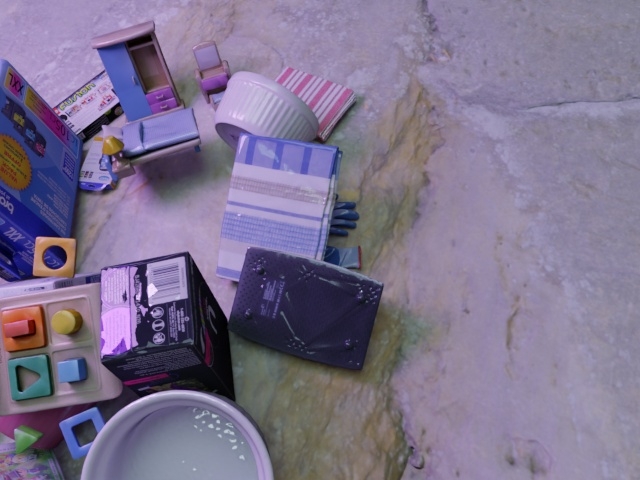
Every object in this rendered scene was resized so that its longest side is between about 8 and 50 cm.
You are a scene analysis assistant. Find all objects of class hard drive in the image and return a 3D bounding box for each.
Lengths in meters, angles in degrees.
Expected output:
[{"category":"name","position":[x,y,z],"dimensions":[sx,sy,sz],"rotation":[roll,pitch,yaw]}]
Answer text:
[{"category":"hard drive","position":[-0.025,0.116,1.205],"dimensions":[0.254,0.054,0.172],"rotation":[15,91,14]}]

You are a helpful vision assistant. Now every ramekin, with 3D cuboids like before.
[{"category":"ramekin","position":[-0.115,-0.231,1.375],"dimensions":[0.207,0.207,0.109],"rotation":[24,76,20]},{"category":"ramekin","position":[-0.203,0.357,1.029],"dimensions":[0.277,0.135,0.277],"rotation":[0,86,0]}]

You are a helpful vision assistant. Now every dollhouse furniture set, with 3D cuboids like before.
[{"category":"dollhouse furniture set","position":[-0.320,-0.300,1.383],"dimensions":[0.286,0.198,0.303],"rotation":[-18,37,-2]}]

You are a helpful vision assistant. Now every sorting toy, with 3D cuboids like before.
[{"category":"sorting toy","position":[-0.415,0.165,1.043],"dimensions":[0.195,0.047,0.348],"rotation":[-9,86,-5]}]

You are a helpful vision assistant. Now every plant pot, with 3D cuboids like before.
[{"category":"plant pot","position":[-0.457,0.242,1.159],"dimensions":[0.201,0.201,0.180],"rotation":[28,83,21]}]

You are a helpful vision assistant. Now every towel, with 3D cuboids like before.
[{"category":"towel","position":[-0.036,-0.301,1.503],"dimensions":[0.197,0.029,0.144],"rotation":[26,66,24]},{"category":"towel","position":[-0.077,-0.046,1.267],"dimensions":[0.209,0.034,0.285],"rotation":[10,92,13]}]

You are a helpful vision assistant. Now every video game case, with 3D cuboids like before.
[{"category":"video game case","position":[-0.502,0.376,1.056],"dimensions":[0.193,0.023,0.212],"rotation":[-1,14,-32]}]

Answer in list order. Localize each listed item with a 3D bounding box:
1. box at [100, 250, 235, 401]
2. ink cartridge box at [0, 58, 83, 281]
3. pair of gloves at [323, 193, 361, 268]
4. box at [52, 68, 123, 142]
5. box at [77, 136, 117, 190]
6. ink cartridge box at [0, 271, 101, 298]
[{"category":"box","position":[-0.241,0.160,1.119],"dimensions":[0.143,0.270,0.165],"rotation":[-11,59,1]},{"category":"ink cartridge box","position":[-0.609,-0.106,1.310],"dimensions":[0.151,0.270,0.396],"rotation":[-14,55,13]},{"category":"pair of gloves","position":[0.000,0.000,1.323],"dimensions":[0.159,0.023,0.198],"rotation":[-6,64,3]},{"category":"box","position":[-0.515,-0.313,1.568],"dimensions":[0.207,0.036,0.114],"rotation":[-43,63,-16]},{"category":"box","position":[-0.471,-0.162,1.481],"dimensions":[0.081,0.028,0.136],"rotation":[7,64,12]},{"category":"ink cartridge box","position":[-0.537,0.096,1.235],"dimensions":[0.223,0.223,0.045],"rotation":[-8,91,3]}]
